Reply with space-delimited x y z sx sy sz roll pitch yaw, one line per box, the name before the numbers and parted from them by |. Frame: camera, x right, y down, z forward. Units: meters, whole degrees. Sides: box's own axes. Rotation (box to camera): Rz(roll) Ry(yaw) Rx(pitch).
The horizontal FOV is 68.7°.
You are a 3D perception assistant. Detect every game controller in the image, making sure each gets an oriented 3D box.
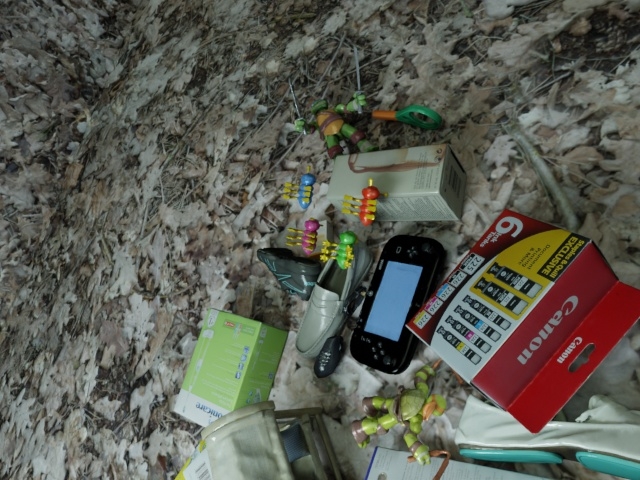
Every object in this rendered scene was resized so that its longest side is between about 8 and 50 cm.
game controller | 0.173 0.138 1.070 0.166 0.067 0.319 12 76 39

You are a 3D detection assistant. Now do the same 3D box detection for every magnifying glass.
magnifying glass | 0.226 -0.334 1.255 0.231 0.092 0.026 20 84 51

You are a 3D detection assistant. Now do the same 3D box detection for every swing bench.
swing bench | -0.085 0.485 0.965 0.165 0.254 0.253 -38 52 15

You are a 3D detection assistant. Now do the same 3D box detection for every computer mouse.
computer mouse | 0.055 0.219 1.108 0.041 0.071 0.242 26 90 35

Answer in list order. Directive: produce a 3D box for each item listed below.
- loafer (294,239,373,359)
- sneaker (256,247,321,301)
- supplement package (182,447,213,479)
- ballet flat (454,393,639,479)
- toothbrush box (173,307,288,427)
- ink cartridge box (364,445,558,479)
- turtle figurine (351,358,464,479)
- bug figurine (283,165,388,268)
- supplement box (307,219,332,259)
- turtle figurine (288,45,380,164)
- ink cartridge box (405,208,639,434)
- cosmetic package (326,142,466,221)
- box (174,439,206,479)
loafer | 0.018 0.138 1.151 0.112 0.111 0.320 21 81 40
sneaker | -0.100 0.083 1.272 0.267 0.101 0.106 20 109 54
supplement package | -0.203 0.542 1.072 0.105 0.179 0.105 -47 50 8
ballet flat | 0.418 0.314 0.776 0.400 0.139 0.139 -9 63 36
toothbrush box | -0.234 0.342 1.230 0.206 0.122 0.283 6 72 37
ink cartridge box | 0.242 0.481 0.811 0.370 0.069 0.176 -3 39 33
turtle figurine | 0.162 0.345 0.917 0.217 0.087 0.269 -30 26 35
bug figurine | 0.025 -0.054 1.102 0.279 0.072 0.216 19 100 38
supplement box | 0.000 0.000 1.280 0.062 0.036 0.098 -14 61 30
turtle figurine | 0.037 -0.328 1.283 0.266 0.197 0.275 59 150 20
ink cartridge box | 0.355 0.127 0.835 0.309 0.130 0.272 -50 28 0
cosmetic package | 0.183 -0.132 1.138 0.296 0.153 0.129 1 69 35
box | -0.287 0.565 1.172 0.043 0.105 0.179 38 93 42
